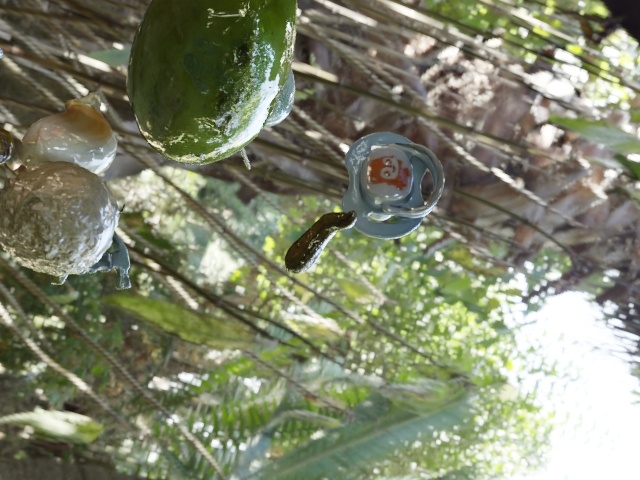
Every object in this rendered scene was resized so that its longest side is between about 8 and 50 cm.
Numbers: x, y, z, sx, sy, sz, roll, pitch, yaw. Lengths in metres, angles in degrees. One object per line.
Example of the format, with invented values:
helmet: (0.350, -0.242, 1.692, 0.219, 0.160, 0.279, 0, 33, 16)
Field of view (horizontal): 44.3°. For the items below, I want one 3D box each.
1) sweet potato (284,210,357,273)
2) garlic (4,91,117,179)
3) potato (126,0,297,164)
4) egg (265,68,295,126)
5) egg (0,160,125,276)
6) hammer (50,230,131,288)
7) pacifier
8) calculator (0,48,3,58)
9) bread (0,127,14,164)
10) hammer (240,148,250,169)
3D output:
sweet potato: (-0.001, -0.005, 1.897, 0.233, 0.062, 0.081, -43, -133, 19)
garlic: (-0.654, -0.223, 1.983, 0.313, 0.286, 0.249, -77, 150, -53)
potato: (-0.140, -0.233, 1.009, 0.304, 0.215, 0.216, 118, -13, -49)
egg: (-0.192, -0.441, 2.064, 0.371, 0.230, 0.230, 56, -45, 33)
egg: (-0.585, -0.052, 1.753, 0.310, 0.279, 0.279, -21, -130, 67)
hammer: (-0.568, 0.057, 1.948, 0.041, 0.226, 0.159, -8, -88, 35)
pacifier: (0.173, -0.122, 2.014, 0.233, 0.244, 0.300, 106, -9, -68)
calculator: (-0.835, -0.485, 1.825, 0.039, 0.210, 0.121, -58, 173, -9)
bread: (-0.767, -0.172, 1.629, 0.344, 0.124, 0.084, -48, 133, -68)
hammer: (-0.228, -0.271, 2.212, 0.195, 0.028, 0.060, 77, -13, -54)
